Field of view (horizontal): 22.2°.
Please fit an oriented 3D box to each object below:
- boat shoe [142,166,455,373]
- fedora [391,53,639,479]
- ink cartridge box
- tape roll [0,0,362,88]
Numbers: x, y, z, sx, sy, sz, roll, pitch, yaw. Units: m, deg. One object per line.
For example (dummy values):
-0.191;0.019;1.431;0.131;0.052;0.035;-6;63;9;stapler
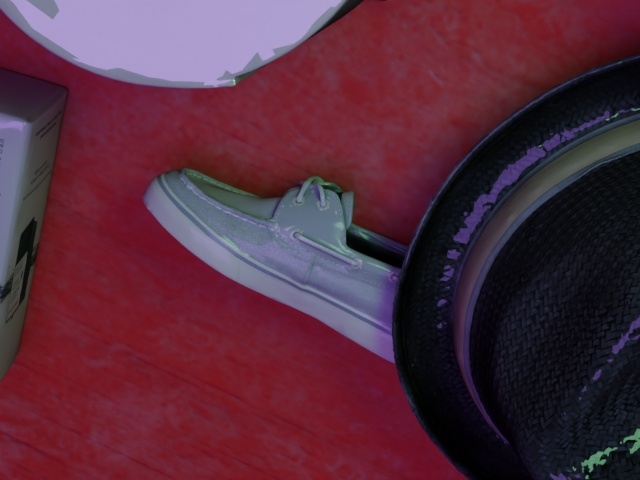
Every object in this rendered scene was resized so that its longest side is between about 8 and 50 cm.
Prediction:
0.000;0.001;1.043;0.228;0.079;0.081;28;106;-8;boat shoe
0.209;0.054;0.950;0.334;0.152;0.334;-1;111;-2;fedora
-0.265;-0.014;1.074;0.153;0.087;0.208;17;112;3;ink cartridge box
-0.068;-0.215;0.902;0.246;0.169;0.246;2;104;8;tape roll
